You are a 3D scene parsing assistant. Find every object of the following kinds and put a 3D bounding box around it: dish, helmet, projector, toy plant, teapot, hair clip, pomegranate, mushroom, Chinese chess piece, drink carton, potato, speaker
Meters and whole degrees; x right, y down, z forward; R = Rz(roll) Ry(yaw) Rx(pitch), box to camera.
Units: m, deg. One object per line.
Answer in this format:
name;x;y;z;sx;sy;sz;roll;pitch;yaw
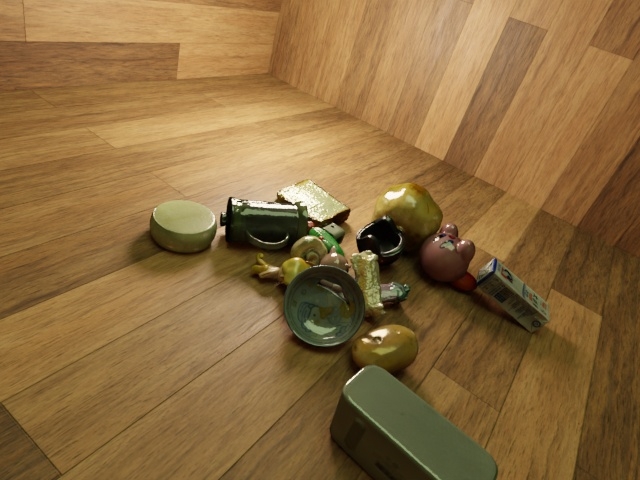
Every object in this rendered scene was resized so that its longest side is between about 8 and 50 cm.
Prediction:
dish;0.008;0.231;1.561;0.273;0.134;0.273;2;73;-6
helmet;0.256;0.011;1.960;0.216;0.193;0.189;24;48;24
projector;0.046;-0.018;2.000;0.083;0.083;0.082;35;36;23
toy plant;0.009;0.010;1.903;0.240;0.088;0.154;42;-6;45
teapot;-0.229;-0.056;1.823;0.337;0.200;0.270;4;38;-19
hair clip;0.166;0.194;1.761;0.358;0.110;0.095;11;-7;-5
pomegranate;0.398;-0.102;2.127;0.332;0.333;0.332;13;33;-9
mushroom;-0.042;0.059;1.774;0.154;0.154;0.122;3;23;-23
Chinese chess piece;-0.526;-0.056;1.753;0.250;0.101;0.250;13;33;-9
drink carton;0.810;0.231;1.918;0.315;0.106;0.130;41;37;1
potato;0.212;0.358;1.472;0.233;0.146;0.150;-15;-1;-23
speaker;0.218;0.532;1.169;0.406;0.184;0.183;35;36;25

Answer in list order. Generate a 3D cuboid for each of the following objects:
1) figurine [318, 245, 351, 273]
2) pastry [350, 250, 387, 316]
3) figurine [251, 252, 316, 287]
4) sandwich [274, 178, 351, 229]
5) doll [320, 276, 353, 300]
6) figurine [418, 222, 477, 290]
figurine;0.054;0.105;1.721;0.125;0.125;0.138;5;38;-20
pastry;0.170;0.164;1.693;0.121;0.089;0.258;-4;59;-1
figurine;-0.130;0.118;1.688;0.246;0.131;0.156;9;17;5
sandwich;-0.040;-0.159;2.159;0.301;0.099;0.271;37;42;22
doll;0.058;0.181;1.639;0.160;0.161;0.059;24;31;14
figurine;0.542;0.087;2.000;0.211;0.261;0.270;-21;44;-8
